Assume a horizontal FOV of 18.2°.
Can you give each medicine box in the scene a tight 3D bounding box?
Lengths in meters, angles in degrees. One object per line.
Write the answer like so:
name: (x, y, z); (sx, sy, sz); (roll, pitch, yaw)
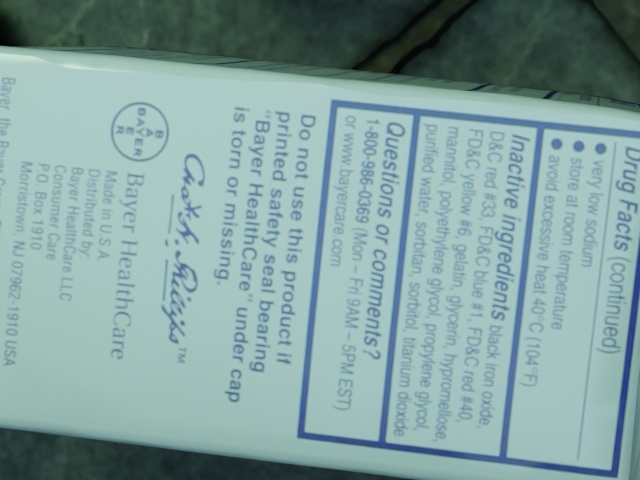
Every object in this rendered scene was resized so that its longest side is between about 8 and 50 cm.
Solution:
medicine box: (0.000, 0.000, 0.863); (0.289, 0.263, 0.149); (7, 96, 7)
